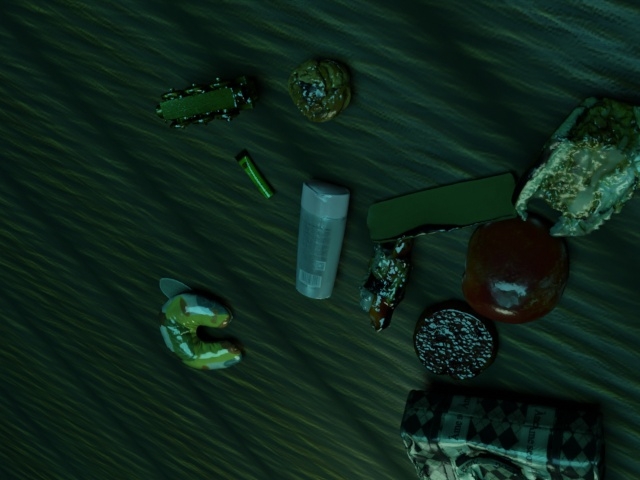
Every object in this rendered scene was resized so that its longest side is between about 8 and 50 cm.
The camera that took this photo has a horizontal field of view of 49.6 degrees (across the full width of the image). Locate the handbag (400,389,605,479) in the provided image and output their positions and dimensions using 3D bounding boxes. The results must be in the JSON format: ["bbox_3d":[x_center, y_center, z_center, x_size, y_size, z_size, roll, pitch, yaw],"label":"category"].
[{"bbox_3d":[0.405,0.495,1.529,0.416,0.180,0.316,3,128,25],"label":"handbag"}]

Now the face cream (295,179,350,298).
[{"bbox_3d":[0.000,0.000,1.537,0.107,0.073,0.269,15,121,15],"label":"face cream"}]

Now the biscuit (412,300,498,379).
[{"bbox_3d":[0.292,0.219,1.514,0.192,0.049,0.192,8,113,19],"label":"biscuit"}]

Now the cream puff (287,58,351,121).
[{"bbox_3d":[-0.006,-0.299,1.372,0.133,0.104,0.119,30,131,13],"label":"cream puff"}]

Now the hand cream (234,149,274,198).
[{"bbox_3d":[-0.149,-0.149,1.571,0.036,0.023,0.122,-35,92,39],"label":"hand cream"}]

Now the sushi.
[{"bbox_3d":[0.142,0.082,1.493,0.103,0.097,0.226,23,109,9],"label":"sushi"}]

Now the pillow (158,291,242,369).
[{"bbox_3d":[-0.321,0.239,1.829,0.214,0.086,0.233,-3,113,18],"label":"pillow"}]

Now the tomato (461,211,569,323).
[{"bbox_3d":[0.373,0.072,1.337,0.201,0.139,0.232,9,118,17],"label":"tomato"}]

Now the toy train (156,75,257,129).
[{"bbox_3d":[-0.235,-0.297,1.472,0.226,0.137,0.090,-5,108,25],"label":"toy train"}]

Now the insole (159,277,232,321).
[{"bbox_3d":[-0.333,0.162,1.838,0.232,0.003,0.080,23,123,16],"label":"insole"}]

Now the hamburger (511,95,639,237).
[{"bbox_3d":[0.463,-0.135,1.167,0.168,0.192,0.288,40,152,11],"label":"hamburger"}]

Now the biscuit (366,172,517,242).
[{"bbox_3d":[0.238,-0.058,1.384,0.323,0.038,0.099,-13,69,32],"label":"biscuit"}]
